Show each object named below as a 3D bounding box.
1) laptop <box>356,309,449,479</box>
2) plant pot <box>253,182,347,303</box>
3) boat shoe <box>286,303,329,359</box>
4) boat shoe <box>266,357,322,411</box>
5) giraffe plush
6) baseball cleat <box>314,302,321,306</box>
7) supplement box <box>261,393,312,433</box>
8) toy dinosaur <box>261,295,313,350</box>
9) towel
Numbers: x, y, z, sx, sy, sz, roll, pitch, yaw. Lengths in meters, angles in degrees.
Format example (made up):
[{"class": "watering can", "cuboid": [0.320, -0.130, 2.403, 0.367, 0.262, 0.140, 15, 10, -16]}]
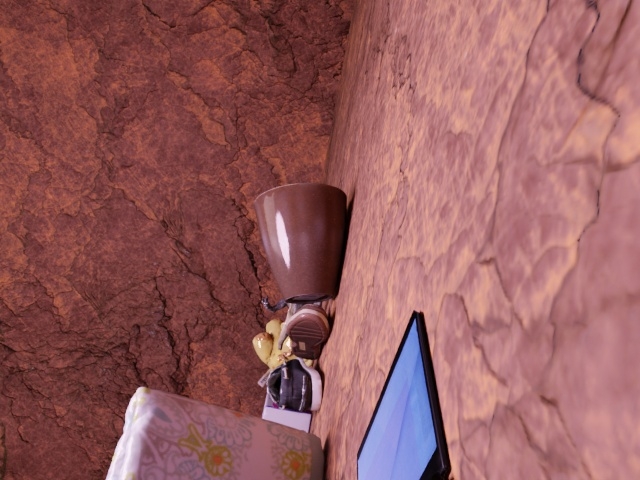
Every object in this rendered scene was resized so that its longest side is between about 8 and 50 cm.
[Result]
[{"class": "laptop", "cuboid": [-0.007, 0.210, 0.388, 0.136, 0.265, 0.234, 45, 136, 39]}, {"class": "plant pot", "cuboid": [-0.036, 0.019, 1.117, 0.215, 0.216, 0.230, 110, 156, -70]}, {"class": "boat shoe", "cuboid": [-0.027, 0.191, 1.151, 0.257, 0.095, 0.095, 106, 180, -59]}, {"class": "boat shoe", "cuboid": [-0.077, 0.324, 1.138, 0.302, 0.091, 0.114, 139, 135, -69]}, {"class": "giraffe plush", "cuboid": [-0.087, 0.301, 1.412, 0.170, 0.181, 0.210, -47, 15, 42]}, {"class": "baseball cleat", "cuboid": [-0.017, 0.138, 1.465, 0.109, 0.072, 0.205, 67, -144, -71]}, {"class": "supplement box", "cuboid": [-0.091, 0.453, 1.221, 0.220, 0.111, 0.113, 119, 161, -78]}, {"class": "toy dinosaur", "cuboid": [-0.069, 0.150, 1.218, 0.268, 0.118, 0.064, -56, 25, 10]}, {"class": "towel", "cuboid": [-0.150, 0.423, 0.680, 0.090, 0.321, 0.374, -31, 41, 42]}]
